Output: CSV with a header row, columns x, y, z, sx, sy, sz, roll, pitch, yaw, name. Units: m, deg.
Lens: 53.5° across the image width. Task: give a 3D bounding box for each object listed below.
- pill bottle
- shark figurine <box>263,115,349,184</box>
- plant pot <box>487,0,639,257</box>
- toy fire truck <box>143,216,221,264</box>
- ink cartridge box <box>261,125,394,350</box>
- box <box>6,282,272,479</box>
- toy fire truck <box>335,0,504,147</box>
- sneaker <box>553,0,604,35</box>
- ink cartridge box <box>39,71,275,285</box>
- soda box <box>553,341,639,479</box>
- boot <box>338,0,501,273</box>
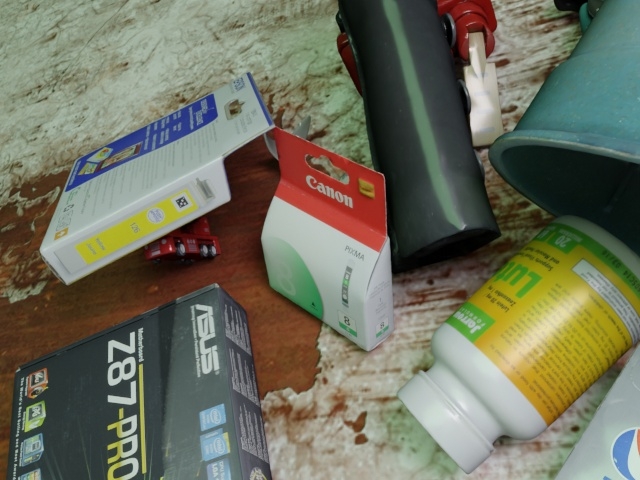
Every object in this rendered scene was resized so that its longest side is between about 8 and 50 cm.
x,y,z,sx,sy,sz,roll,pitch,yaw,name
0.196,0.104,0.618,0.245,0.136,0.136,-43,51,-3,pill bottle
0.022,-0.067,0.865,0.116,0.166,0.278,-20,30,-16,shark figurine
0.364,-0.149,0.510,0.341,0.341,0.334,27,91,37,plant pot
-0.194,-0.036,0.909,0.047,0.192,0.135,-17,82,18,toy fire truck
0.000,0.000,0.734,0.056,0.225,0.181,-36,46,-28,ink cartridge box
-0.216,0.283,0.745,0.318,0.097,0.395,-22,52,10,box
0.149,-0.241,0.875,0.217,0.158,0.246,-21,43,14,toy fire truck
0.395,-0.256,0.772,0.121,0.108,0.302,-28,44,10,sneaker
-0.204,-0.102,0.858,0.307,0.072,0.303,-25,29,1,ink cartridge box
0.247,0.237,0.537,0.098,0.091,0.286,28,76,38,soda box
0.082,-0.206,0.640,0.146,0.367,0.445,-8,80,9,boot
